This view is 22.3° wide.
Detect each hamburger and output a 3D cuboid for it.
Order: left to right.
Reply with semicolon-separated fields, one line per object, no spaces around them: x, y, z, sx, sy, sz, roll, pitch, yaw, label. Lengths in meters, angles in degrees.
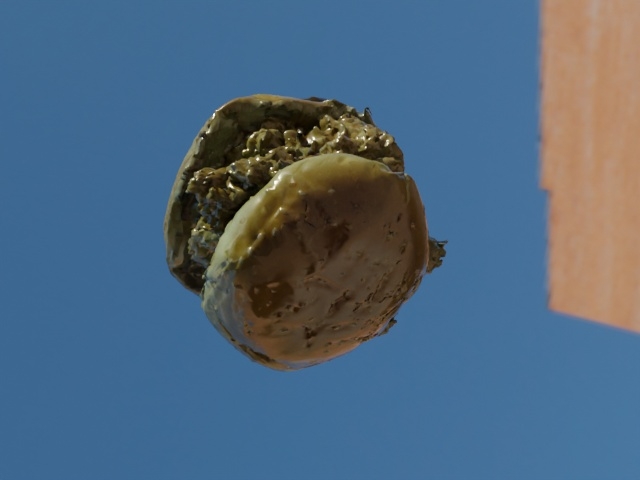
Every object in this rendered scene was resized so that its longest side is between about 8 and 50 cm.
0.000;0.000;0.964;0.185;0.131;0.159;4;-67;-32;hamburger
